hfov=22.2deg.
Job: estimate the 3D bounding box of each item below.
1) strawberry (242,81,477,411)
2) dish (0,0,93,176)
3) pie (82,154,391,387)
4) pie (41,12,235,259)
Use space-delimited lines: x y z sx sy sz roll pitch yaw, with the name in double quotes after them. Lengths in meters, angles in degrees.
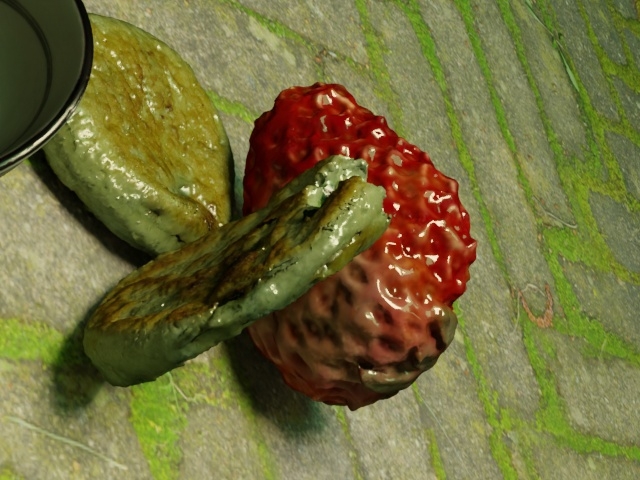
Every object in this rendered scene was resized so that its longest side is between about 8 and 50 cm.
0.000 0.000 1.595 0.149 0.265 0.336 -1 60 -43 "strawberry"
-0.328 -0.117 1.226 0.106 0.316 0.316 97 -9 -51 "dish"
-0.073 0.025 1.405 0.067 0.302 0.302 59 28 -14 "pie"
-0.179 -0.102 1.583 0.277 0.078 0.277 45 26 -29 "pie"
